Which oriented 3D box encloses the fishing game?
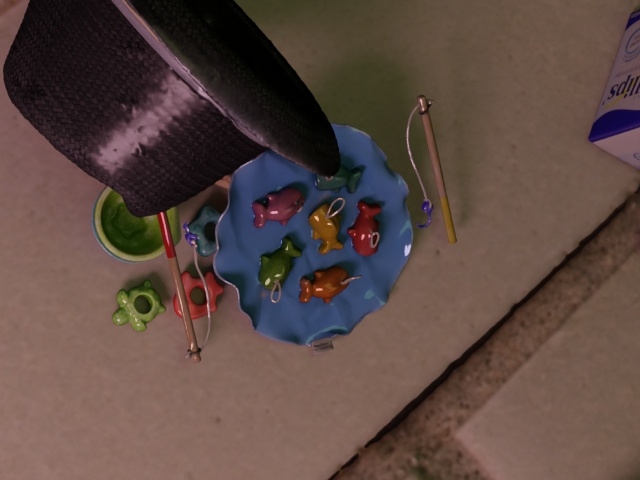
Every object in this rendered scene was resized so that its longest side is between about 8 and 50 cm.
[{"bbox_3d":[0.000,0.000,1.372,0.264,0.041,0.189,-20,113,-25],"label":"fishing game"}]

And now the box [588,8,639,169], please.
[{"bbox_3d":[0.314,-0.142,1.499,0.072,0.126,0.137,25,74,-18],"label":"box"}]

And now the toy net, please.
[{"bbox_3d":[-0.068,-0.012,1.371,0.232,0.045,0.122,-18,89,-23],"label":"toy net"}]

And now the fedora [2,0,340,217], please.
[{"bbox_3d":[-0.135,-0.126,1.253,0.152,0.334,0.334,-43,101,8],"label":"fedora"}]
